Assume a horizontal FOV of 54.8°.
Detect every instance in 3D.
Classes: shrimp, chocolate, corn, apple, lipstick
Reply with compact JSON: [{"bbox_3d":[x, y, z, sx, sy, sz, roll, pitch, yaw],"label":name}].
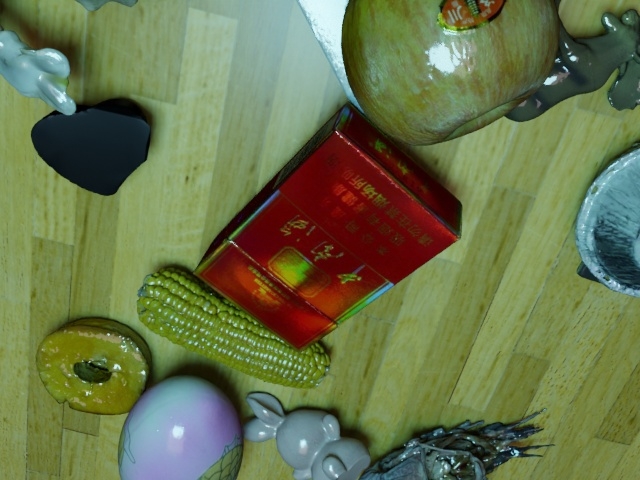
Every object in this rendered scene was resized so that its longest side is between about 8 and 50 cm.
[{"bbox_3d":[0.213,0.358,0.986,0.342,0.117,0.145,-20,156,1],"label":"shrimp"},{"bbox_3d":[-0.281,-0.130,0.806,0.148,0.080,0.125,-12,127,3],"label":"chocolate"},{"bbox_3d":[-0.126,0.143,0.916,0.312,0.102,0.102,30,115,-10],"label":"corn"},{"bbox_3d":[0.123,-0.200,0.612,0.211,0.211,0.188,-26,89,16],"label":"apple"},{"bbox_3d":[0.015,-0.273,0.715,0.068,0.066,0.317,-24,112,18],"label":"lipstick"}]

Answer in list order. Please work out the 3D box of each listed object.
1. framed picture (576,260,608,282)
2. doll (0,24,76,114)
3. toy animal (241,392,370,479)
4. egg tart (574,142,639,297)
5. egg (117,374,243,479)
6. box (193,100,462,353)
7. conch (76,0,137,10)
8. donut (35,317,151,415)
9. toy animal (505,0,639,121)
[{"bbox_3d":[0.535,-0.060,0.809,0.264,0.016,0.347,16,117,-3],"label":"framed picture"},{"bbox_3d":[-0.475,-0.244,0.696,0.423,0.161,0.348,-19,118,25],"label":"doll"},{"bbox_3d":[-0.025,0.316,1.005,0.212,0.124,0.124,35,119,23],"label":"toy animal"},{"bbox_3d":[0.446,-0.018,0.778,0.234,0.094,0.234,3,119,5],"label":"egg tart"},{"bbox_3d":[-0.216,0.315,0.946,0.196,0.196,0.271,0,137,4],"label":"egg"},{"bbox_3d":[0.001,0.000,0.805,0.197,0.089,0.313,38,127,-15],"label":"box"},{"bbox_3d":[-0.247,-0.398,0.609,0.263,0.186,0.324,33,141,2],"label":"conch"},{"bbox_3d":[-0.353,0.194,0.981,0.178,0.065,0.162,20,111,-4],"label":"donut"},{"bbox_3d":[0.309,-0.206,0.721,0.214,0.094,0.186,-33,105,27],"label":"toy animal"}]
